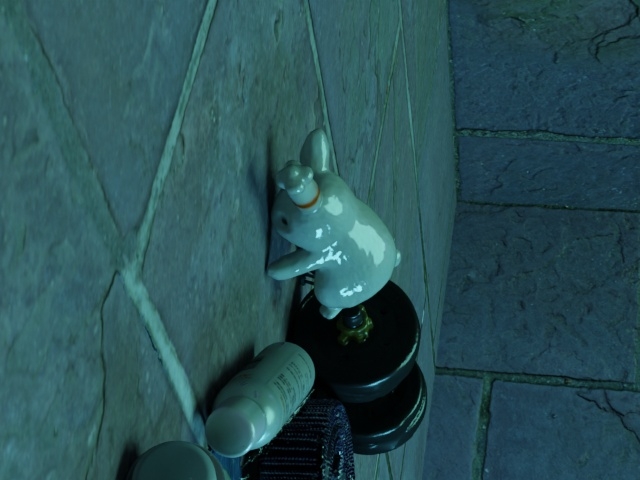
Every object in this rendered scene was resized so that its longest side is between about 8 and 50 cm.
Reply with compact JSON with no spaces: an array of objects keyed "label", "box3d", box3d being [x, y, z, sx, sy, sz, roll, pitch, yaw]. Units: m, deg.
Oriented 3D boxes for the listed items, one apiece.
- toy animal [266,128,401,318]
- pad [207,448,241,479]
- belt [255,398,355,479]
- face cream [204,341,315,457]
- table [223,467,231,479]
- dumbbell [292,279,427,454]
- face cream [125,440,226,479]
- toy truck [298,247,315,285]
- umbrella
[{"label":"toy animal","box3d":[-0.009,-0.027,1.622,0.282,0.138,0.140,47,34,-43]},{"label":"pad","box3d":[-0.124,0.358,1.414,0.269,0.012,0.270,-55,147,-69]},{"label":"belt","box3d":[-0.016,0.343,1.694,0.325,0.122,0.260,49,39,-78]},{"label":"face cream","box3d":[-0.070,0.183,1.450,0.269,0.082,0.082,-34,127,-76]},{"label":"table","box3d":[-0.127,0.288,1.247,0.133,0.043,0.133,3,90,-71]},{"label":"dumbbell","box3d":[0.063,0.187,1.868,0.388,0.185,0.185,75,22,-60]},{"label":"face cream","box3d":[-0.129,0.233,1.142,0.095,0.091,0.091,90,9,-55]},{"label":"toy truck","box3d":[0.000,0.000,1.817,0.074,0.063,0.136,-37,132,-48]},{"label":"umbrella","box3d":[-0.056,0.235,1.558,0.149,0.022,0.022,-51,122,-22]}]
